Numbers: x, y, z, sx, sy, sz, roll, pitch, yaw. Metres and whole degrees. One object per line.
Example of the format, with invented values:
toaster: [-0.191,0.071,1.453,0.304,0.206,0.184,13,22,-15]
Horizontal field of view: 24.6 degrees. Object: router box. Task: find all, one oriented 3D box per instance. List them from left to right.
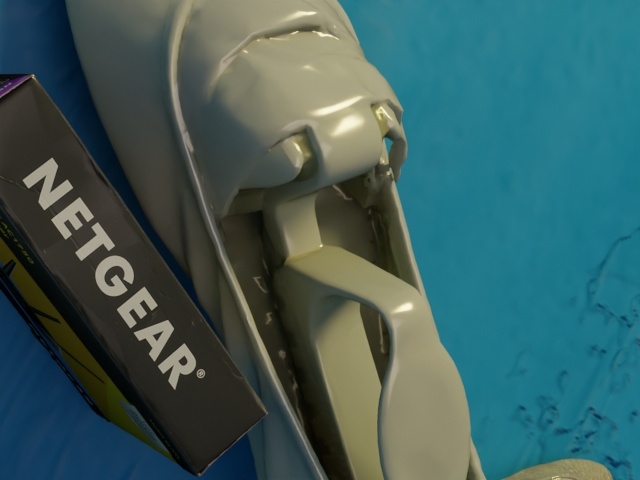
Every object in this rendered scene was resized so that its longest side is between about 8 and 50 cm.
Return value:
router box: [-0.111,0.010,0.641,0.046,0.133,0.179,-40,112,-18]

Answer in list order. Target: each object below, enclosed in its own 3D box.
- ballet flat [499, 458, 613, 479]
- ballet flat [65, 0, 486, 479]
ballet flat: [0.107,0.161,0.819,0.168,0.052,0.057,-8,100,-27]
ballet flat: [0.000,0.000,0.679,0.139,0.139,0.400,-21,99,-24]
